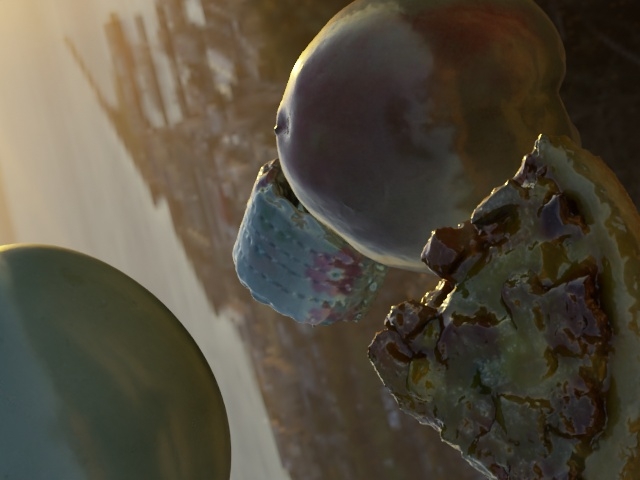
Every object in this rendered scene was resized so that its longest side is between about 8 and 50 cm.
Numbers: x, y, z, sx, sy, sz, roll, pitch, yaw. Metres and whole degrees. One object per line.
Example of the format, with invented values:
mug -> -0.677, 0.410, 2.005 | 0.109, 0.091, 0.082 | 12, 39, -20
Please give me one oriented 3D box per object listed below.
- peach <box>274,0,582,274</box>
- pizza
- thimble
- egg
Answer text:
peach -> 0.103, -0.108, 1.380 | 0.247, 0.292, 0.292 | -120, 20, -63
pizza -> 0.080, 0.049, 0.601 | 0.046, 0.134, 0.175 | 16, -119, -58
thimble -> 0.000, 0.000, 1.808 | 0.211, 0.185, 0.149 | 38, 125, 26
egg -> -0.128, 0.091, 0.742 | 0.192, 0.149, 0.149 | 60, 167, -2
